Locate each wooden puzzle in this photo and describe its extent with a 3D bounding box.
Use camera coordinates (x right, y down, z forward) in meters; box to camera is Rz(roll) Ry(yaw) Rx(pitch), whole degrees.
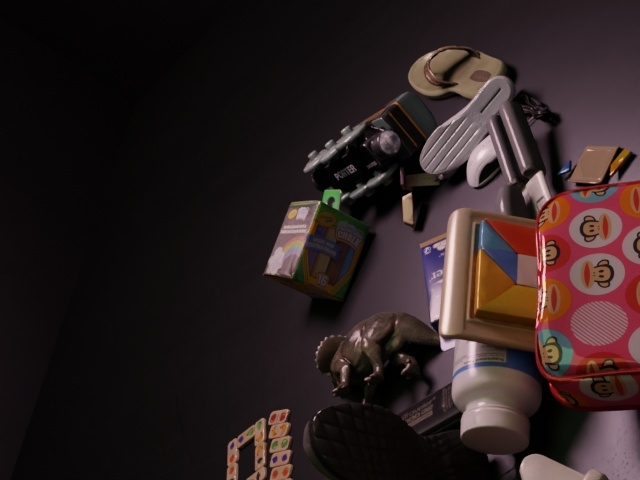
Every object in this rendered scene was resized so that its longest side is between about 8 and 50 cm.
[{"bbox_3d":[0.291,0.053,1.254,0.044,0.238,0.221,91,-172,-54],"label":"wooden puzzle"},{"bbox_3d":[0.426,-0.117,1.403,0.078,0.014,0.116,-55,27,-4],"label":"wooden puzzle"}]

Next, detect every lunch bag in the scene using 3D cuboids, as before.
[{"bbox_3d":[0.399,0.058,1.107,0.258,0.120,0.293,-9,51,27],"label":"lunch bag"}]

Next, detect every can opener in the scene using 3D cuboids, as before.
[{"bbox_3d":[0.320,-0.116,1.468,0.074,0.093,0.280,-48,35,42],"label":"can opener"}]

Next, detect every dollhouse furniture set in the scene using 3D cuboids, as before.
[{"bbox_3d":[0.200,-0.077,1.737,0.081,0.091,0.114,-4,75,10],"label":"dollhouse furniture set"}]

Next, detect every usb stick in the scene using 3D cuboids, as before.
[{"bbox_3d":[0.147,0.290,1.403,0.278,0.045,0.077,-39,26,32],"label":"usb stick"}]

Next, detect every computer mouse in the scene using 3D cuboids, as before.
[{"bbox_3d":[0.321,-0.176,1.604,0.193,0.042,0.106,-49,29,16],"label":"computer mouse"}]

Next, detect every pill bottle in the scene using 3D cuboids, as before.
[{"bbox_3d":[0.248,0.179,1.266,0.124,0.124,0.222,-30,39,42],"label":"pill bottle"}]

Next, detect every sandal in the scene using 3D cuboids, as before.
[{"bbox_3d":[0.269,-0.350,1.822,0.120,0.086,0.303,-59,27,-3],"label":"sandal"}]

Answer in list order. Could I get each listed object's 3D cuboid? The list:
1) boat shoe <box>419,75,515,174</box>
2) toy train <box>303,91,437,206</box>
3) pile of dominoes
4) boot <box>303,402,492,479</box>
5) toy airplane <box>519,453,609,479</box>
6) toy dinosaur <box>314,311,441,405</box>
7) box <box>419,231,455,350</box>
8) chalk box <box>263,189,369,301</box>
[{"bbox_3d":[0.282,-0.206,1.675,0.226,0.083,0.076,-43,-14,20],"label":"boat shoe"},{"bbox_3d":[0.097,-0.182,1.847,0.190,0.142,0.334,-43,8,-23],"label":"toy train"},{"bbox_3d":[-0.128,0.435,1.706,0.196,0.040,0.251,-42,31,28],"label":"pile of dominoes"},{"bbox_3d":[0.054,0.325,1.221,0.222,0.338,0.118,-32,49,35],"label":"boot"},{"bbox_3d":[0.223,0.425,0.956,0.384,0.272,0.386,-11,29,5],"label":"toy airplane"},{"bbox_3d":[0.089,0.184,1.527,0.313,0.121,0.160,-42,37,32],"label":"toy dinosaur"},{"bbox_3d":[0.237,0.064,1.463,0.136,0.036,0.225,-25,40,20],"label":"box"},{"bbox_3d":[0.000,0.000,1.833,0.132,0.132,0.213,2,68,60],"label":"chalk box"}]
